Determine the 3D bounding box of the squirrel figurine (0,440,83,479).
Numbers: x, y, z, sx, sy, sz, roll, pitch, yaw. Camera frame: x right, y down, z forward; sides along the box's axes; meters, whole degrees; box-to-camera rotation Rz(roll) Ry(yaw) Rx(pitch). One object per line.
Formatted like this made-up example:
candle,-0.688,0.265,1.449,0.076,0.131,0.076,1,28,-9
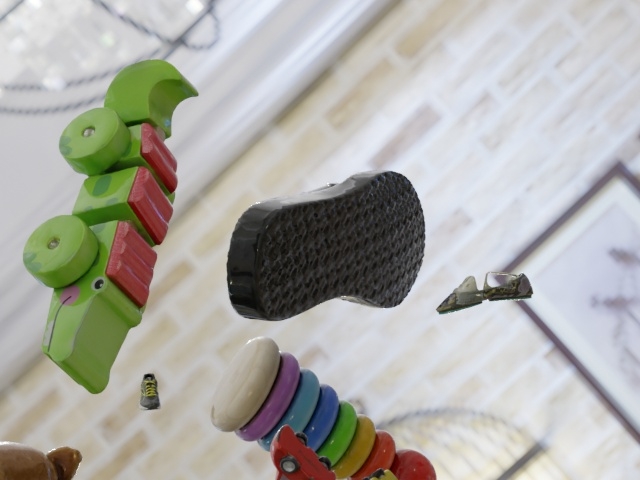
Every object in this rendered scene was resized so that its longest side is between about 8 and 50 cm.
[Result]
squirrel figurine,-0.288,0.390,1.778,0.397,0.371,0.281,-9,-12,42

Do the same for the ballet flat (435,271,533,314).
ballet flat,0.182,0.056,1.948,0.114,0.041,0.041,-10,-22,-10

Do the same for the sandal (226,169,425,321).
sandal,0.000,-0.002,2.003,0.445,0.107,0.168,-3,-79,-62

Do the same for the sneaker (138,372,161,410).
sneaker,-0.244,0.215,2.455,0.031,0.035,0.083,-4,19,-12

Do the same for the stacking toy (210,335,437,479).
stacking toy,0.020,0.264,2.345,0.141,0.330,0.141,-51,19,25

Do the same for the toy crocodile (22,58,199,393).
toy crocodile,-0.183,-0.018,1.573,0.105,0.341,0.115,-11,-43,24

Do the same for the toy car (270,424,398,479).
toy car,0.029,0.349,2.054,0.053,0.225,0.239,-36,-43,26
